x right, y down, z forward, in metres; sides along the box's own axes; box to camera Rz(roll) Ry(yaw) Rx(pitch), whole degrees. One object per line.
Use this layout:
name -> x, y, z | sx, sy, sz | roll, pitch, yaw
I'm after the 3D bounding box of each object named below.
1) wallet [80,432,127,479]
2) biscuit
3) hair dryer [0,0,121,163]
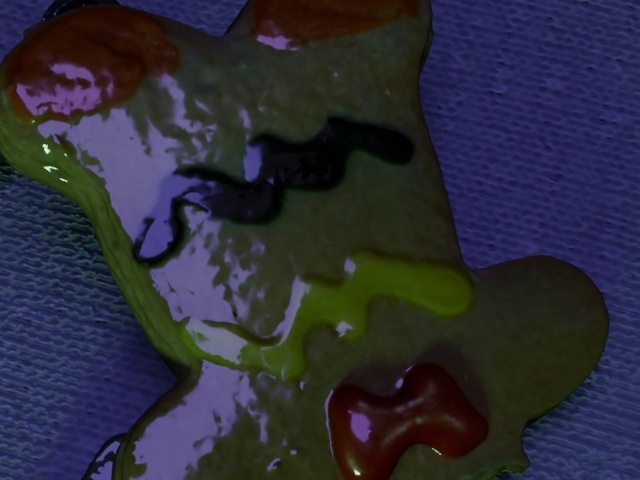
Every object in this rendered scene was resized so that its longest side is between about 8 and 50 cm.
wallet -> -0.142, 0.281, 1.144 | 0.165, 0.042, 0.310 | 26, 66, 11
biscuit -> 0.000, 0.000, 1.197 | 0.368, 0.076, 0.394 | -17, 80, -19
hair dryer -> -0.233, -0.080, 1.293 | 0.255, 0.128, 0.070 | -32, 68, -4
